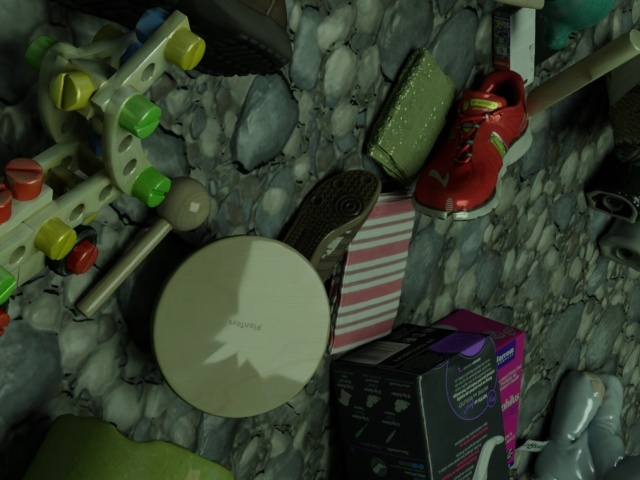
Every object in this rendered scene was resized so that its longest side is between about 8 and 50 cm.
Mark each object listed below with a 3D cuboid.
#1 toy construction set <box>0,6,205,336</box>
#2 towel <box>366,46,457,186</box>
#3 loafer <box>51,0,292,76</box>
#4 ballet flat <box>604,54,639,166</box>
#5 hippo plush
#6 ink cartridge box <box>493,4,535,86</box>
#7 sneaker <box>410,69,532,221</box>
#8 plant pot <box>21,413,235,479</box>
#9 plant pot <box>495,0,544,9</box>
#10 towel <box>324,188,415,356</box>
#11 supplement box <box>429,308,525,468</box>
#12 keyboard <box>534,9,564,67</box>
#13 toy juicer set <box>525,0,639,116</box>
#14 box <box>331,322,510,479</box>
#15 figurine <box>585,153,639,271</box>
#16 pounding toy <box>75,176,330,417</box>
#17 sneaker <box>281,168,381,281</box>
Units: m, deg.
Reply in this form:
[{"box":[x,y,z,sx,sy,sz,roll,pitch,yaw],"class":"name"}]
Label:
[{"box":[-0.239,-0.049,0.902,0.327,0.151,0.215,-25,150,-35],"class":"toy construction set"},{"box":[0.110,-0.147,1.417,0.110,0.027,0.148,38,76,-52],"class":"towel"},{"box":[-0.143,-0.249,0.980,0.366,0.133,0.130,29,59,-64],"class":"loafer"},{"box":[0.540,-0.245,1.827,0.482,0.182,0.164,-25,167,-48],"class":"ballet flat"},{"box":[0.498,0.357,1.979,0.294,0.236,0.234,-6,111,-51],"class":"hippo plush"},{"box":[0.254,-0.253,1.555,0.063,0.029,0.115,-35,132,-39],"class":"ink cartridge box"},{"box":[0.183,-0.124,1.451,0.279,0.107,0.118,-55,147,-47],"class":"sneaker"},{"box":[-0.197,0.303,1.059,0.276,0.276,0.254,44,58,-52],"class":"plant pot"},{"box":[0.196,-0.331,1.386,0.096,0.109,0.109,-12,116,-36],"class":"plant pot"},{"box":[0.057,0.036,1.436,0.144,0.029,0.197,-10,114,-53],"class":"towel"},{"box":[0.201,0.223,1.638,0.111,0.114,0.220,-25,123,-44],"class":"supplement box"},{"box":[0.304,-0.330,1.592,0.108,0.023,0.180,-34,132,-31],"class":"keyboard"},{"box":[0.330,-0.321,1.413,0.089,0.209,0.329,-13,99,-40],"class":"toy juicer set"},{"box":[0.132,0.260,1.491,0.165,0.143,0.271,-21,108,-45],"class":"box"},{"box":[0.534,-0.089,1.955,0.209,0.092,0.215,-56,143,-25],"class":"figurine"},{"box":[-0.112,0.061,1.186,0.237,0.110,0.183,41,83,-22],"class":"pounding toy"},{"box":[0.000,0.000,1.327,0.188,0.066,0.071,-47,155,-21],"class":"sneaker"}]
